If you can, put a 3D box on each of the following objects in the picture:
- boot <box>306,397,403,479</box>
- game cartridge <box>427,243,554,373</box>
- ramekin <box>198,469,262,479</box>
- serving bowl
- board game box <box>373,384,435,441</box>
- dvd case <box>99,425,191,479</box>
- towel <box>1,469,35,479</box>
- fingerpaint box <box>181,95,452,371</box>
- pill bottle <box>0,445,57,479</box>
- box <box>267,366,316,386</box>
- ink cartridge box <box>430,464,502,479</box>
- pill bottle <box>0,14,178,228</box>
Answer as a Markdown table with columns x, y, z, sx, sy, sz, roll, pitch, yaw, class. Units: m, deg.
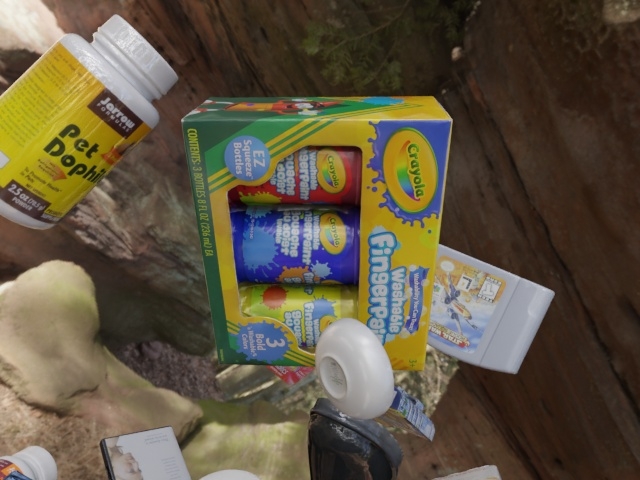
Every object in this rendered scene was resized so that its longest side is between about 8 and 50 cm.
| x | y | z | sx | sy | sz | roll | pitch | yaw | class |
| --- | --- | --- | --- | --- | --- | --- | --- | --- | --- |
| -0.021 | 0.504 | 0.663 | 0.146 | 0.445 | 0.367 | 12 | -40 | 29 | boot |
| 0.277 | 0.129 | 0.932 | 0.297 | 0.198 | 0.062 | 25 | -6 | 32 | game cartridge |
| -0.253 | 0.750 | 1.238 | 0.277 | 0.277 | 0.135 | -100 | -172 | -73 | ramekin |
| 0.020 | 0.106 | 0.376 | 0.027 | 0.083 | 0.083 | -11 | 59 | -36 | serving bowl |
| 0.128 | 0.320 | 0.921 | 0.194 | 0.060 | 0.194 | 5 | -33 | 45 | board game box |
| -0.390 | 0.556 | 1.076 | 0.180 | 0.022 | 0.253 | 10 | 32 | -46 | dvd case |
| -0.323 | 0.309 | 0.531 | 0.119 | 0.067 | 0.029 | 46 | 2 | -35 | towel |
| 0.000 | 0.000 | 0.779 | 0.163 | 0.371 | 0.445 | -83 | 173 | -62 | fingerpaint box |
| -0.610 | 0.477 | 0.851 | 0.121 | 0.121 | 0.221 | 57 | 15 | 6 | pill bottle |
| -0.115 | 0.318 | 1.403 | 0.123 | 0.128 | 0.257 | 52 | -4 | 43 | box |
| 0.223 | 0.437 | 0.736 | 0.212 | 0.154 | 0.093 | 38 | 34 | -69 | ink cartridge box |
| -0.252 | -0.122 | 0.476 | 0.117 | 0.215 | 0.117 | 44 | -2 | 2 | pill bottle |
